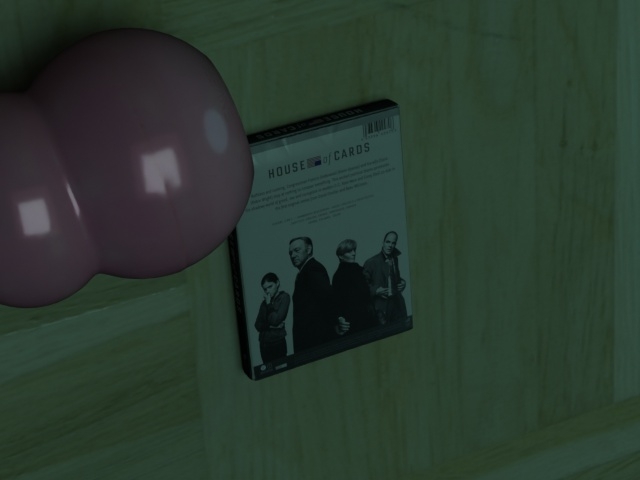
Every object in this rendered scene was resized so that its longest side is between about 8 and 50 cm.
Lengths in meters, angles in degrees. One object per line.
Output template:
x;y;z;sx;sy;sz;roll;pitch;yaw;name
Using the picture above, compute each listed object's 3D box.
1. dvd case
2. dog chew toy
0.000;0.000;1.699;0.179;0.029;0.238;-16;117;-23;dvd case
-0.226;-0.040;1.460;0.332;0.206;0.206;-22;120;-10;dog chew toy
